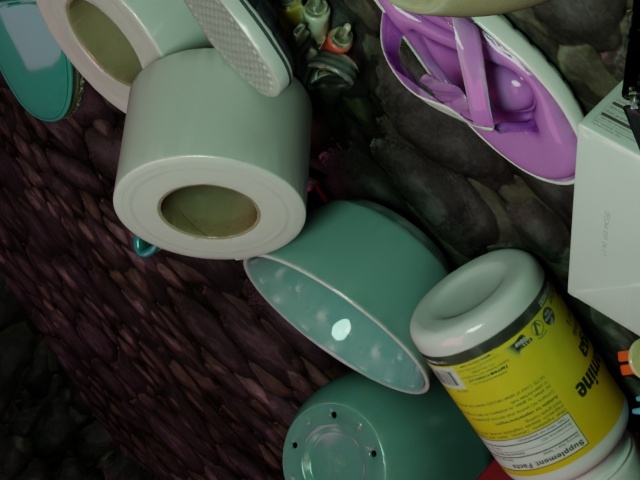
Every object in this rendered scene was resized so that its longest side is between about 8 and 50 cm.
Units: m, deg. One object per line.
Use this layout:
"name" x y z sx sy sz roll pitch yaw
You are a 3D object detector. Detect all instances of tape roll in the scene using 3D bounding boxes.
"tape roll" -0.260 -0.294 1.802 0.286 0.100 0.286 35 154 20
"tape roll" -0.135 -0.106 1.698 0.246 0.169 0.246 2 148 2

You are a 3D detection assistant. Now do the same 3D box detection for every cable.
"cable" -0.006 -0.229 1.709 0.139 0.072 0.287 37 168 6

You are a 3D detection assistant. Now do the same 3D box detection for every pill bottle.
"pill bottle" 0.275 0.190 1.702 0.334 0.188 0.188 54 156 -18

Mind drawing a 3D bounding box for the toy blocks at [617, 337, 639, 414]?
"toy blocks" 0.409 0.173 1.617 0.123 0.054 0.148 49 157 -6

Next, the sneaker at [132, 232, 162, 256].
"sneaker" -0.302 -0.061 2.377 0.107 0.110 0.275 37 154 22

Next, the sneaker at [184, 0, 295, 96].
"sneaker" -0.111 -0.328 1.592 0.321 0.127 0.126 52 160 3

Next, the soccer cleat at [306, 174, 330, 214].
"soccer cleat" 0.000 0.000 2.008 0.095 0.083 0.248 11 136 46

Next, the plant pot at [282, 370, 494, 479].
"plant pot" 0.080 0.329 2.016 0.293 0.293 0.235 32 -163 30

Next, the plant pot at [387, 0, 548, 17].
"plant pot" 0.121 -0.308 1.169 0.284 0.191 0.284 38 155 21

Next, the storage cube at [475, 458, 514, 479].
"storage cube" 0.327 0.406 1.951 0.183 0.193 0.215 35 155 26

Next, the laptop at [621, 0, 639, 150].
"laptop" 0.373 -0.132 1.038 0.234 0.264 0.136 3 171 41

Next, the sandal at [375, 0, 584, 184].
"sandal" 0.126 -0.205 1.432 0.416 0.102 0.169 49 157 -6

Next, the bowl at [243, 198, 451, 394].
"bowl" 0.062 0.057 1.843 0.311 0.163 0.311 33 164 11

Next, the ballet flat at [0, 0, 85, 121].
"ballet flat" -0.453 -0.409 2.006 0.164 0.182 0.483 1 138 23

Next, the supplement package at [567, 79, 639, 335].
"supplement package" 0.364 -0.021 1.268 0.204 0.145 0.262 33 154 29
